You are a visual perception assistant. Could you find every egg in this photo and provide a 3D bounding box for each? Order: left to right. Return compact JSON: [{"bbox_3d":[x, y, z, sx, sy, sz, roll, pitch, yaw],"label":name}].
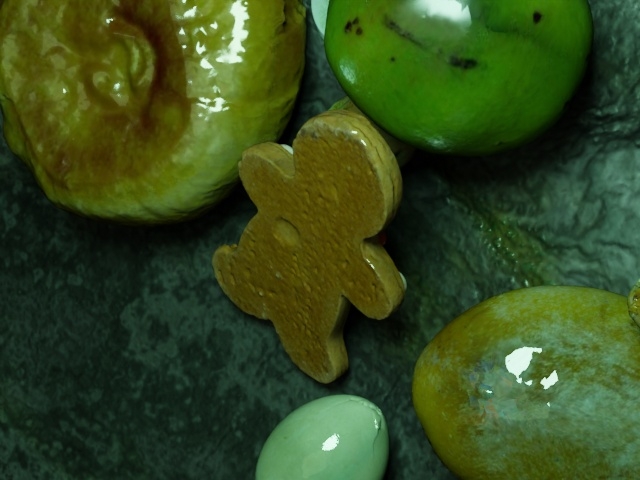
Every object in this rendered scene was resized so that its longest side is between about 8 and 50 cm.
[{"bbox_3d":[0.003,0.210,1.364,0.152,0.114,0.114,-47,70,21],"label":"egg"}]

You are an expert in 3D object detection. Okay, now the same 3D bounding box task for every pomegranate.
[{"bbox_3d":[0.097,-0.156,1.258,0.236,0.236,0.302,54,132,17],"label":"pomegranate"}]

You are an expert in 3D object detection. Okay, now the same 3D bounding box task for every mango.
[{"bbox_3d":[0.236,0.134,1.230,0.316,0.146,0.192,0,87,9],"label":"mango"}]

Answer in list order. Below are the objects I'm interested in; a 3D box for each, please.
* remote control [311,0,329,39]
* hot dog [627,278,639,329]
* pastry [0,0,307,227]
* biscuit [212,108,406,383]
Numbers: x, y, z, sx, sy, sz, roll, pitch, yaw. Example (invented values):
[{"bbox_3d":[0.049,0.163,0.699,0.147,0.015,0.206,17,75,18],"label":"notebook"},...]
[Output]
[{"bbox_3d":[0.050,-0.308,1.375,0.097,0.045,0.256,16,95,26],"label":"remote control"},{"bbox_3d":[0.344,0.142,1.133,0.083,0.068,0.289,-34,88,-14],"label":"hot dog"},{"bbox_3d":[-0.171,-0.182,1.434,0.356,0.164,0.356,0,90,22],"label":"pastry"},{"bbox_3d":[0.001,-0.002,1.326,0.205,0.049,0.324,44,145,19],"label":"biscuit"}]
